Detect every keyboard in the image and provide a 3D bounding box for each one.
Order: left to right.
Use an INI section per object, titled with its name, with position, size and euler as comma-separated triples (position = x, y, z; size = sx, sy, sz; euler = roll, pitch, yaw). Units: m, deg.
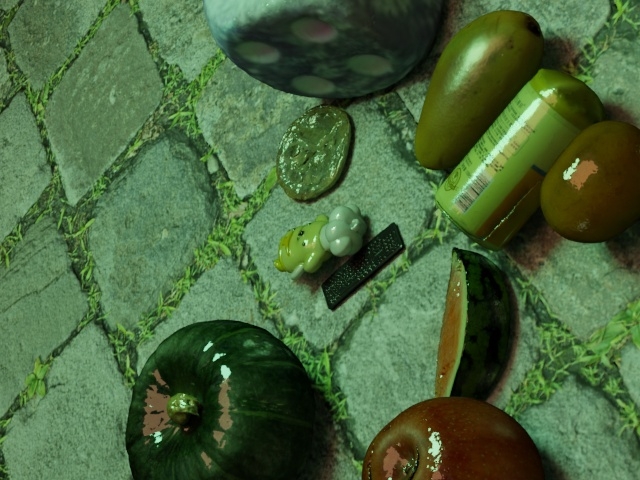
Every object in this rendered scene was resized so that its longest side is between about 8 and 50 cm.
[keyboard]
position = 0.059, 0.037, 2.037
size = 0.155, 0.010, 0.053
euler = -42, 44, 25

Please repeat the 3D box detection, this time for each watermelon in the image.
[watermelon]
position = 0.186, 0.119, 1.829
size = 0.119, 0.063, 0.245
euler = -24, 58, 61

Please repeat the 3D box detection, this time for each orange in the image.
[orange]
position = 0.335, -0.067, 1.693
size = 0.124, 0.156, 0.156
euler = 36, 101, 5

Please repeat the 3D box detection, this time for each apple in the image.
[apple]
position = 0.149, 0.285, 1.687
size = 0.235, 0.173, 0.210
euler = -11, 62, 45

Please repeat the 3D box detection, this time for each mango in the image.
[mango]
position = 0.207, -0.204, 1.926
size = 0.253, 0.113, 0.138
euler = -56, 44, 21

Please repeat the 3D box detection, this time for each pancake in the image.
[pancake]
position = -0.009, -0.134, 2.185
size = 0.158, 0.028, 0.158
euler = -20, 59, 37

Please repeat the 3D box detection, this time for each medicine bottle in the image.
[medicine bottle]
position = 0.260, -0.106, 1.809
size = 0.239, 0.124, 0.124
euler = -49, 42, 17

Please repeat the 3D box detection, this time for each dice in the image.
[dice]
position = 0.007, -0.383, 2.105
size = 0.270, 0.271, 0.270
euler = -13, 61, 43

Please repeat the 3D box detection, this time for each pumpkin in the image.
[pumpkin]
position = -0.149, 0.258, 1.995
size = 0.300, 0.207, 0.300
euler = -13, 69, 37

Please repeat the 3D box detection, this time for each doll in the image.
[doll]
position = 0.000, 0.000, 2.076
size = 0.162, 0.062, 0.106
euler = -22, 43, 39
